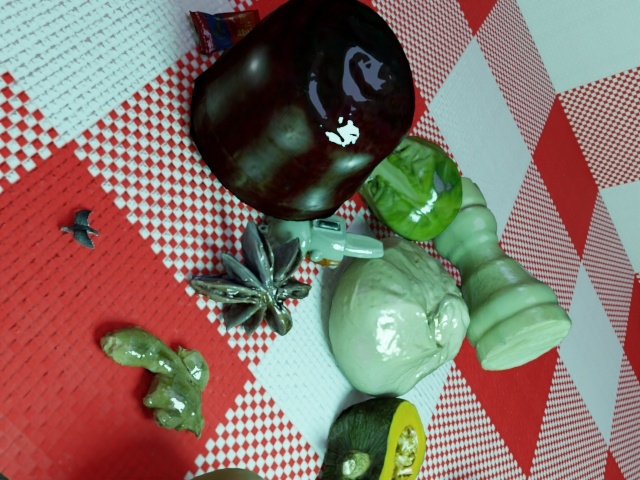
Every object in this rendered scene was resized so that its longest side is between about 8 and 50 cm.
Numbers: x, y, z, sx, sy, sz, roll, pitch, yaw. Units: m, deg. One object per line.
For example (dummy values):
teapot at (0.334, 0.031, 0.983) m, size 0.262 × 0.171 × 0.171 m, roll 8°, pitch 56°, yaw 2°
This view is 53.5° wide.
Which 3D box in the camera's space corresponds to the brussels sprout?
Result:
brussels sprout at (0.195, -0.135, 1.453) m, size 0.271 × 0.219 × 0.210 m, roll 38°, pitch 6°, yaw -10°

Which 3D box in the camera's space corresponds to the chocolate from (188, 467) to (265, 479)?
chocolate at (-0.132, 0.450, 0.825) m, size 0.314 × 0.325 × 0.297 m, roll -128°, pitch -163°, yaw -79°

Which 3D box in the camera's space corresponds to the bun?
bun at (0.179, 0.157, 1.349) m, size 0.361 × 0.212 × 0.362 m, roll 15°, pitch 69°, yaw -48°

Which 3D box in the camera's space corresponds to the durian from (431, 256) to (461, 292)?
durian at (0.304, 0.135, 1.614) m, size 0.140 × 0.078 × 0.224 m, roll -19°, pitch 72°, yaw -40°

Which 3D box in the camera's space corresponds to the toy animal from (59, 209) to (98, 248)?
toy animal at (-0.352, -0.015, 0.925) m, size 0.084 × 0.050 × 0.028 m, roll -116°, pitch -168°, yaw -45°

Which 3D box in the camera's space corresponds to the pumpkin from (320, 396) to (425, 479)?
pumpkin at (0.094, 0.451, 1.228) m, size 0.222 × 0.139 × 0.317 m, roll 45°, pitch 50°, yaw -35°

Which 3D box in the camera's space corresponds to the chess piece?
chess piece at (0.391, 0.063, 1.514) m, size 0.234 × 0.234 × 0.442 m, roll 18°, pitch 42°, yaw -45°

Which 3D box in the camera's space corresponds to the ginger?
ginger at (-0.244, 0.211, 0.965) m, size 0.214 × 0.058 × 0.133 m, roll 38°, pitch 49°, yaw -38°

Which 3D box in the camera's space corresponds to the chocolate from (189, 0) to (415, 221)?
chocolate at (-0.006, -0.255, 1.103) m, size 0.383 × 0.331 × 0.384 m, roll 19°, pitch 53°, yaw -28°

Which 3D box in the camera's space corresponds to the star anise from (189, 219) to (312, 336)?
star anise at (-0.110, 0.075, 1.115) m, size 0.236 × 0.093 × 0.229 m, roll -9°, pitch 107°, yaw -32°

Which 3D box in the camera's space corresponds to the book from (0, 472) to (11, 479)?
book at (-0.474, 0.279, 0.491) m, size 0.300 × 0.039 × 0.428 m, roll 34°, pitch 26°, yaw 5°

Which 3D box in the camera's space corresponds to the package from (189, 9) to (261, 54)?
package at (-0.174, -0.411, 1.247) m, size 0.200 × 0.022 × 0.083 m, roll -28°, pitch 101°, yaw -51°

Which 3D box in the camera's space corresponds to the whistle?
whistle at (0.000, -0.002, 1.236) m, size 0.253 × 0.106 × 0.102 m, roll 8°, pitch 76°, yaw -12°
